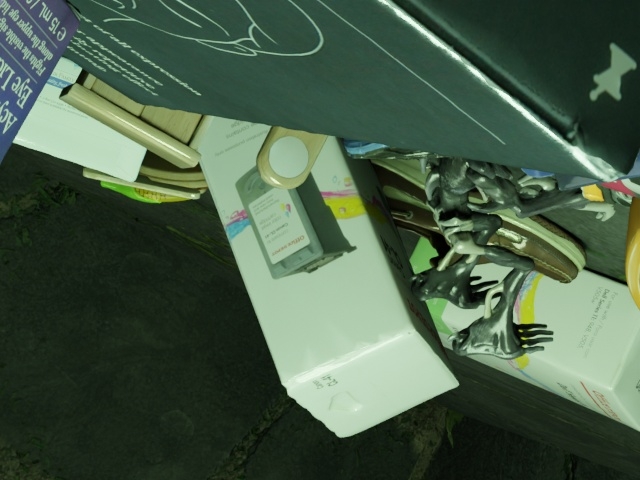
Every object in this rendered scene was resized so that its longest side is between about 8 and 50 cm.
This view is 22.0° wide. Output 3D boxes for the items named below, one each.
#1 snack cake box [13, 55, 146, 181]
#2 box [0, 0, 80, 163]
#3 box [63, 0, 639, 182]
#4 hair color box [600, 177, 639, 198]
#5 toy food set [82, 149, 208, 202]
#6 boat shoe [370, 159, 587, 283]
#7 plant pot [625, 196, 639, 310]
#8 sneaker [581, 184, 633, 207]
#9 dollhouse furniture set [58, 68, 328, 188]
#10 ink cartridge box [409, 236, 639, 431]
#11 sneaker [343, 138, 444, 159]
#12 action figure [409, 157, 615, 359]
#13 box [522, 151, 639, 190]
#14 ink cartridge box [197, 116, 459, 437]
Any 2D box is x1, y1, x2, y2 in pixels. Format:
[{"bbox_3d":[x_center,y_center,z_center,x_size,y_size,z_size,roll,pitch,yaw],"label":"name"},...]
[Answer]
[{"bbox_3d":[-0.267,-0.141,1.546,0.152,0.089,0.264,18,-175,-29],"label":"snack cake box"},{"bbox_3d":[-0.213,-0.055,0.681,0.108,0.207,0.153,24,171,18],"label":"box"},{"bbox_3d":[-0.049,-0.202,0.723,0.293,0.212,0.395,33,170,-35],"label":"box"},{"bbox_3d":[0.276,-0.067,0.887,0.374,0.113,0.185,21,169,29],"label":"hair color box"},{"bbox_3d":[-0.151,-0.071,1.632,0.132,0.038,0.192,13,-156,9],"label":"toy food set"},{"bbox_3d":[0.143,-0.006,1.693,0.257,0.095,0.095,27,171,-1],"label":"boat shoe"},{"bbox_3d":[0.295,0.058,1.064,0.205,0.188,0.205,9,140,8],"label":"plant pot"},{"bbox_3d":[0.230,-0.065,1.173,0.083,0.084,0.215,21,179,16],"label":"sneaker"},{"bbox_3d":[-0.048,-0.150,1.156,0.303,0.173,0.355,29,171,-18],"label":"dollhouse furniture set"},{"bbox_3d":[0.282,0.107,1.874,0.353,0.119,0.207,22,170,28],"label":"ink cartridge box"},{"bbox_3d":[0.086,-0.112,1.191,0.083,0.087,0.221,1,166,-30],"label":"sneaker"},{"bbox_3d":[0.144,-0.044,1.341,0.164,0.141,0.275,51,152,44],"label":"action figure"},{"bbox_3d":[0.163,-0.101,0.797,0.225,0.036,0.136,-10,106,43],"label":"box"},{"bbox_3d":[0.000,0.000,1.508,0.306,0.131,0.226,68,-173,22],"label":"ink cartridge box"}]
